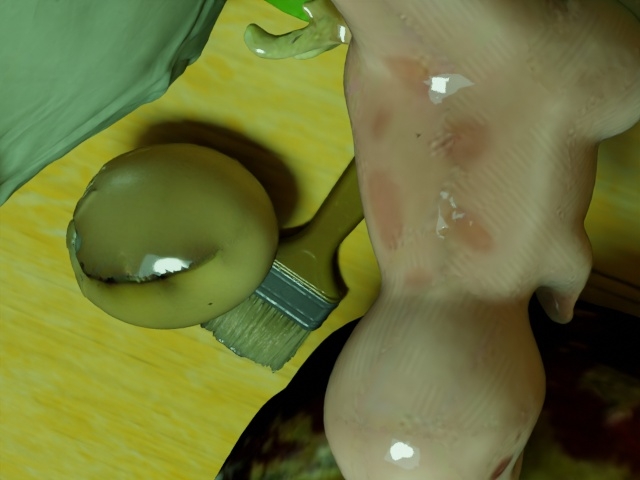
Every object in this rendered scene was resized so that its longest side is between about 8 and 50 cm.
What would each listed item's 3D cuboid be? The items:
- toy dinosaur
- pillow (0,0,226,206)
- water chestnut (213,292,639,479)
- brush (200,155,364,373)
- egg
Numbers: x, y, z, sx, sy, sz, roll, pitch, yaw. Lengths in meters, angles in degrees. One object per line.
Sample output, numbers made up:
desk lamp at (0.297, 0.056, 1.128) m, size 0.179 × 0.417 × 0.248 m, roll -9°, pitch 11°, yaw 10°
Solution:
toy dinosaur at (0.027, -0.030, 0.549) m, size 0.152 × 0.177 × 0.194 m, roll 11°, pitch 135°, yaw 23°
pillow at (-0.117, -0.114, 0.496) m, size 0.138 × 0.283 × 0.310 m, roll 38°, pitch 142°, yaw 24°
water chestnut at (0.074, 0.159, 0.662) m, size 0.289 × 0.244 × 0.289 m, roll 19°, pitch 142°, yaw 16°
brush at (0.000, 0.000, 0.727) m, size 0.043 × 0.014 × 0.170 m, roll 34°, pitch 140°, yaw -4°
egg at (-0.053, -0.002, 0.716) m, size 0.083 × 0.071 × 0.071 m, roll 0°, pitch 131°, yaw 30°
